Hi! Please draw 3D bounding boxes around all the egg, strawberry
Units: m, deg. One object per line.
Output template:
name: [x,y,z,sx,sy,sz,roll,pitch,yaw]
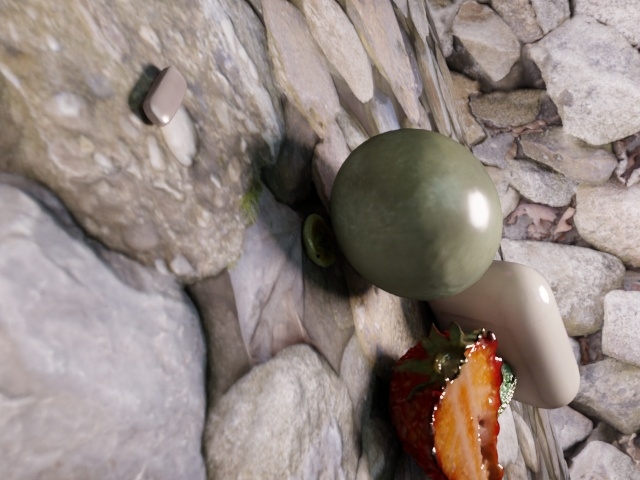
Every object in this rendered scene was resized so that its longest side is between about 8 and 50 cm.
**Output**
egg: [0.153,-0.036,0.854,0.352,0.258,0.259,32,47,-53]
strawberry: [0.208,0.278,0.907,0.253,0.150,0.280,-57,131,-32]

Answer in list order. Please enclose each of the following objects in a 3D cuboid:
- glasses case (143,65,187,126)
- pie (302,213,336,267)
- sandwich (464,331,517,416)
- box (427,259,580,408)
glasses case: [-0.161,-0.151,0.567,0.032,0.021,0.083,48,35,-37]
pie: [0.000,0.002,0.794,0.084,0.021,0.084,41,40,-46]
sandwich: [0.279,0.280,1.057,0.160,0.109,0.185,48,54,-7]
box: [0.380,0.192,1.151,0.141,0.288,0.349,-39,115,-25]
